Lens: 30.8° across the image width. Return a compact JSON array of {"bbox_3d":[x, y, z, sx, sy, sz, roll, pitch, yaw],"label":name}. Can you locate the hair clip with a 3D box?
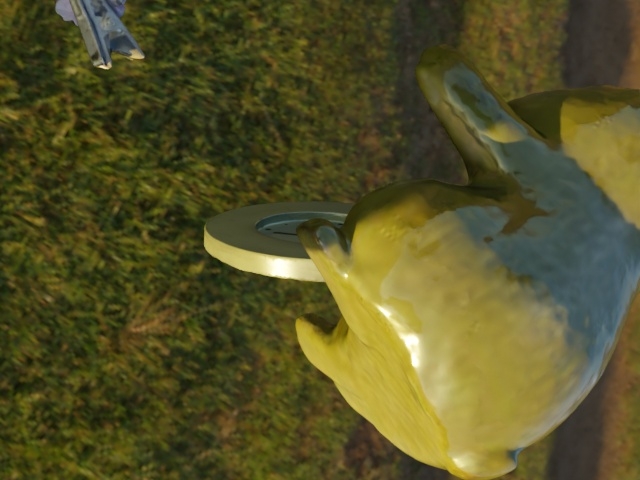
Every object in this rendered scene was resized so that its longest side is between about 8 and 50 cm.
[{"bbox_3d":[-0.320,-0.344,1.450,0.084,0.106,0.292,-46,113,-47],"label":"hair clip"}]

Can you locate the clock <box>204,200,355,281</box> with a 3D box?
[{"bbox_3d":[0.000,0.000,1.170,0.235,0.235,0.029,-13,111,-44],"label":"clock"}]

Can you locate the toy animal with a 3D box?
[{"bbox_3d":[0.138,-0.023,0.717,0.363,0.180,0.181,-45,153,-29],"label":"toy animal"}]
